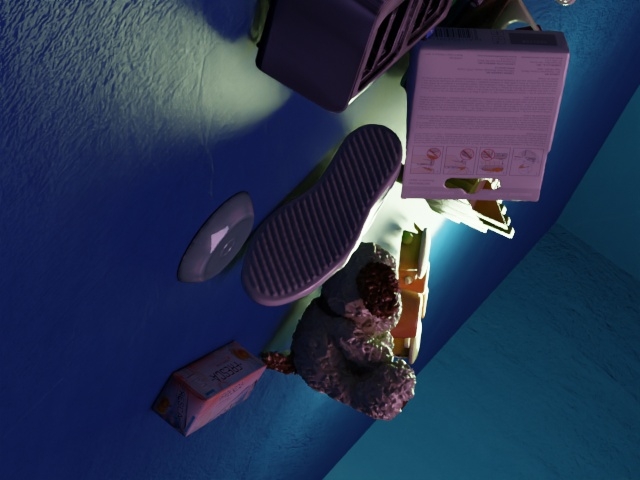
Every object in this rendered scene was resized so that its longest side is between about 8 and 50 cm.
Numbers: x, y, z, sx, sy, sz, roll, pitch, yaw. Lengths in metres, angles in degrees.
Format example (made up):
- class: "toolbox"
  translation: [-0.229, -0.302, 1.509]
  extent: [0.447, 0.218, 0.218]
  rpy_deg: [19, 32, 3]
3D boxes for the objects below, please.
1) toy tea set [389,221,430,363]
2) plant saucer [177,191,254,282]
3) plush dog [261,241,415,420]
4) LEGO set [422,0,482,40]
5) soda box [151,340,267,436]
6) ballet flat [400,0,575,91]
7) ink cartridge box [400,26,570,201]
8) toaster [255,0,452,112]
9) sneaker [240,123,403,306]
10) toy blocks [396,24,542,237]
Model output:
- class: "toy tea set"
  translation: [0.117, 0.103, 2.524]
  extent: [0.336, 0.124, 0.200]
  rpy_deg: [82, 17, -68]
- class: "plant saucer"
  translation: [-0.106, 0.002, 1.556]
  extent: [0.119, 0.021, 0.119]
  rpy_deg: [-50, 167, -16]
- class: "plush dog"
  translation: [0.043, 0.108, 2.127]
  extent: [0.262, 0.210, 0.225]
  rpy_deg: [-118, -133, -73]
- class: "LEGO set"
  translation: [0.167, -0.340, 1.611]
  extent: [0.182, 0.060, 0.244]
  rpy_deg: [-18, 136, -60]
- class: "soda box"
  translation: [-0.139, 0.186, 1.852]
  extent: [0.063, 0.058, 0.183]
  rpy_deg: [-58, 166, 21]
- class: "ballet flat"
  translation: [0.231, -0.285, 1.761]
  extent: [0.342, 0.124, 0.116]
  rpy_deg: [-57, 169, 15]
- class: "ink cartridge box"
  translation: [0.192, -0.150, 1.757]
  extent: [0.056, 0.180, 0.225]
  rpy_deg: [-93, -174, -48]
- class: "toaster"
  translation: [0.040, -0.226, 1.262]
  extent: [0.168, 0.110, 0.186]
  rpy_deg: [-45, 165, -35]
- class: "sneaker"
  translation: [0.001, 0.000, 1.766]
  extent: [0.282, 0.102, 0.161]
  rpy_deg: [-46, 169, -29]
- class: "toy blocks"
  translation: [0.237, -0.165, 2.066]
  extent: [0.261, 0.190, 0.381]
  rpy_deg: [-64, 167, -2]
